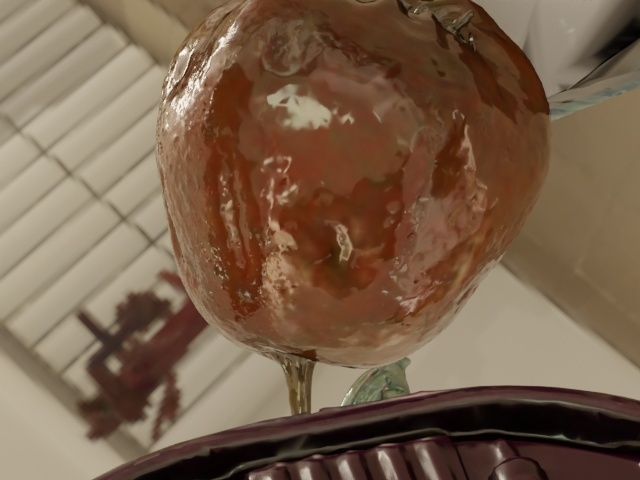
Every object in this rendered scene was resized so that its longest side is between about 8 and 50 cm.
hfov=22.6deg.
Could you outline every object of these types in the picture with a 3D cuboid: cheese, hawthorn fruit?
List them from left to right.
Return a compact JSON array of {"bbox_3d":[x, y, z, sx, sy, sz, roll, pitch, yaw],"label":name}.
[{"bbox_3d":[-0.005,-0.015,0.584,0.149,0.189,0.149,37,179,1],"label":"hawthorn fruit"},{"bbox_3d":[0.025,0.126,1.014,0.026,0.120,0.067,25,-177,32],"label":"cheese"}]

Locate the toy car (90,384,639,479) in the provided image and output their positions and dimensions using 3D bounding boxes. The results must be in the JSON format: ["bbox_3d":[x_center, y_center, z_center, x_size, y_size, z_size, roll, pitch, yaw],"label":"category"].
[{"bbox_3d":[0.042,0.203,0.333,0.340,0.271,0.240,-108,11,-57],"label":"toy car"}]

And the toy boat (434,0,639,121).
[{"bbox_3d":[0.095,-0.098,0.735,0.092,0.134,0.299,13,166,-27],"label":"toy boat"}]
